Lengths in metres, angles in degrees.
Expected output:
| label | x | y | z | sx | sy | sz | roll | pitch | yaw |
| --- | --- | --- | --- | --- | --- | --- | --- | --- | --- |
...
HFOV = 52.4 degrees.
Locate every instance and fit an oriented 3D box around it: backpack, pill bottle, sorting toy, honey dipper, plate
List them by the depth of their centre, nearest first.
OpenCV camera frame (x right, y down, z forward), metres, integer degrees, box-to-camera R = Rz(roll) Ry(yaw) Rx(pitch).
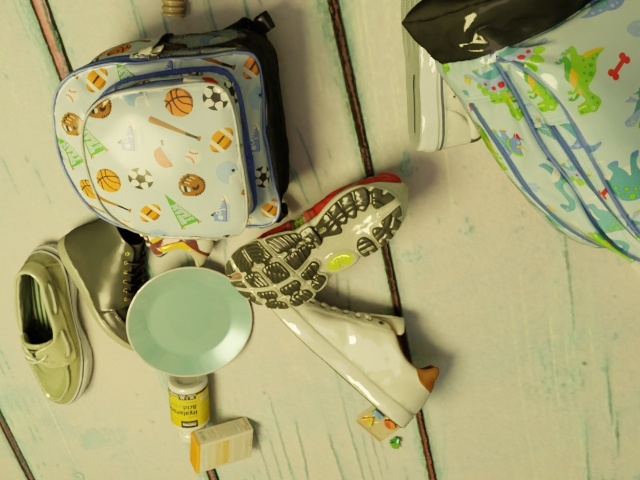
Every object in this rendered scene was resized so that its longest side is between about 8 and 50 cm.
| label | x | y | z | sx | sy | sz | roll | pitch | yaw |
| --- | --- | --- | --- | --- | --- | --- | --- | --- | --- |
| backpack | 0.300 | -0.139 | 0.649 | 0.290 | 0.273 | 0.355 | -36 | 122 | -10 |
| backpack | -0.182 | -0.121 | 0.792 | 0.263 | 0.213 | 0.276 | 0 | 114 | 11 |
| honey dipper | -0.179 | -0.357 | 0.793 | 0.030 | 0.030 | 0.161 | 9 | 112 | 10 |
| plate | -0.198 | 0.122 | 0.990 | 0.188 | 0.024 | 0.188 | -5 | 113 | -11 |
| sorting toy | 0.104 | 0.295 | 1.027 | 0.083 | 0.012 | 0.062 | 42 | 117 | -6 |
| pill bottle | -0.215 | 0.273 | 1.070 | 0.065 | 0.065 | 0.116 | 6 | 116 | 12 |

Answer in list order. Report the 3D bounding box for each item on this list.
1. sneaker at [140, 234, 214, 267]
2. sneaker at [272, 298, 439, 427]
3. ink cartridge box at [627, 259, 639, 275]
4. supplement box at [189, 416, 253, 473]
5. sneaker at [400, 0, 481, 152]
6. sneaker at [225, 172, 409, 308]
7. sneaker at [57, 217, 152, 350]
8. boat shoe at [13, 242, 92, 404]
| label | x | y | z | sx | sy | sz | roll | pitch | yaw |
| --- | --- | --- | --- | --- | --- | --- | --- | --- | --- |
| sneaker | -0.242 | -0.021 | 0.930 | 0.185 | 0.069 | 0.084 | 20 | 98 | 6 |
| sneaker | 0.043 | 0.129 | 0.937 | 0.290 | 0.106 | 0.123 | 40 | 84 | 2 |
| ink cartridge box | 0.485 | 0.027 | 0.802 | 0.179 | 0.045 | 0.145 | 38 | 118 | -25 |
| supplement box | -0.163 | 0.337 | 1.071 | 0.098 | 0.036 | 0.062 | -8 | 120 | -28 |
| sneaker | 0.147 | -0.231 | 0.743 | 0.091 | 0.094 | 0.258 | -7 | 115 | -9 |
| sneaker | 0.000 | 0.000 | 0.858 | 0.279 | 0.118 | 0.107 | -26 | 104 | 25 |
| sneaker | -0.291 | 0.065 | 0.983 | 0.118 | 0.083 | 0.222 | -27 | 104 | 23 |
| boat shoe | -0.448 | 0.152 | 1.057 | 0.109 | 0.094 | 0.302 | 8 | 116 | 11 |
